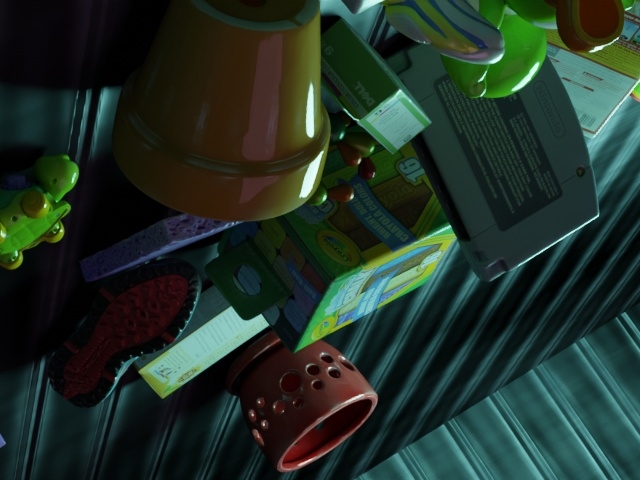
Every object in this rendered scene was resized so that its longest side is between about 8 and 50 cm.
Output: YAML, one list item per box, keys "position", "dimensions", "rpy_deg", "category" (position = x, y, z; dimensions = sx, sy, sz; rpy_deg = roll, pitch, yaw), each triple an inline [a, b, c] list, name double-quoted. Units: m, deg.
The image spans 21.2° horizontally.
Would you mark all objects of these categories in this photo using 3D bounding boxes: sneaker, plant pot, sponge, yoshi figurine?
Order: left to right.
- position: [-0.229, 0.086, 2.042]
  dimensions: [0.262, 0.104, 0.125]
  rpy_deg: [-40, -168, 34]
  category: "sneaker"
- position: [-0.172, -0.002, 1.887]
  dimensions: [0.117, 0.031, 0.210]
  rpy_deg: [-21, 180, -36]
  category: "sponge"
- position: [-0.081, -0.153, 1.583]
  dimensions: [0.205, 0.205, 0.188]
  rpy_deg: [-23, 142, -36]
  category: "plant pot"
- position: [-0.036, 0.227, 2.581]
  dimensions: [0.191, 0.174, 0.191]
  rpy_deg: [-32, 162, -12]
  category: "plant pot"
- position: [0.085, -0.262, 1.567]
  dimensions: [0.126, 0.240, 0.091]
  rpy_deg: [-59, -173, 15]
  category: "sneaker"
- position: [0.217, -0.227, 1.696]
  dimensions: [0.203, 0.203, 0.362]
  rpy_deg: [17, 176, -25]
  category: "yoshi figurine"

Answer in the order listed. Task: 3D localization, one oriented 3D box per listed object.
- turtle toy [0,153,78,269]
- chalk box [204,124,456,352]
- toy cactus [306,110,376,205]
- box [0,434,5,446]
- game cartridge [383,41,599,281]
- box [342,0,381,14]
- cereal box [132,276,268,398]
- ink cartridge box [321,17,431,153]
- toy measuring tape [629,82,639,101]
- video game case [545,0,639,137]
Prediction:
- position: [-0.289, -0.033, 1.666]
  dimensions: [0.130, 0.066, 0.095]
  rpy_deg: [-34, 161, -9]
  category: "turtle toy"
- position: [0.000, 0.000, 2.090]
  dimensions: [0.289, 0.180, 0.179]
  rpy_deg: [-26, 159, -32]
  category: "chalk box"
- position: [-0.037, -0.119, 1.878]
  dimensions: [0.219, 0.112, 0.180]
  rpy_deg: [-5, 127, -13]
  category: "toy cactus"
- position: [-0.526, 0.275, 1.997]
  dimensions: [0.293, 0.057, 0.201]
  rpy_deg: [-34, 161, -10]
  category: "box"
- position: [0.212, -0.125, 2.040]
  dimensions: [0.198, 0.297, 0.062]
  rpy_deg: [-31, -166, -22]
  category: "game cartridge"
- position: [0.135, -0.376, 1.441]
  dimensions: [0.345, 0.168, 0.215]
  rpy_deg: [-29, 160, -21]
  category: "box"
- position: [-0.143, 0.113, 2.313]
  dimensions: [0.240, 0.047, 0.173]
  rpy_deg: [-35, 162, -6]
  category: "cereal box"
- position: [0.045, -0.173, 1.861]
  dimensions: [0.062, 0.109, 0.209]
  rpy_deg: [-40, 161, 7]
  category: "ink cartridge box"
- position: [0.536, -0.271, 2.504]
  dimensions: [0.330, 0.121, 0.121]
  rpy_deg: [-22, 157, -37]
  category: "toy measuring tape"
- position: [0.316, -0.255, 2.077]
  dimensions: [0.204, 0.025, 0.285]
  rpy_deg: [21, 137, -13]
  category: "video game case"
